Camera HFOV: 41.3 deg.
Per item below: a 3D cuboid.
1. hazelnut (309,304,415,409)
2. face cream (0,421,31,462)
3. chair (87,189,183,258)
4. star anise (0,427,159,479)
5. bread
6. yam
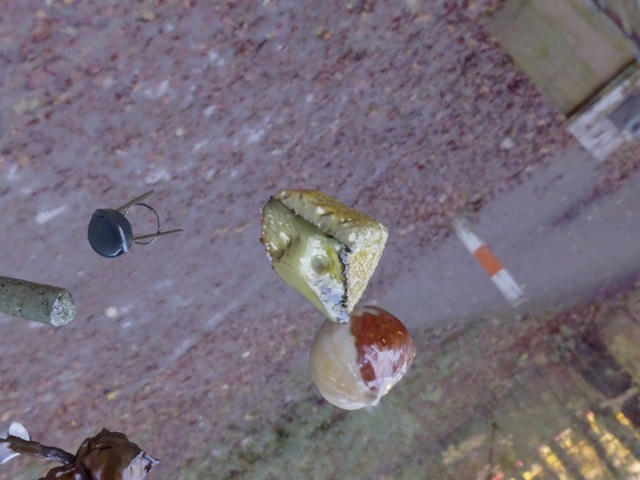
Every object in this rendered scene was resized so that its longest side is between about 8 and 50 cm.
[{"bbox_3d":[0.098,0.276,1.975,0.261,0.241,0.261,-19,146,-13],"label":"hazelnut"},{"bbox_3d":[-0.627,0.389,1.506,0.243,0.092,0.058,-26,-172,14],"label":"face cream"},{"bbox_3d":[-0.357,-0.021,1.586,0.095,0.104,0.221,-41,176,16],"label":"chair"},{"bbox_3d":[-0.391,0.364,1.259,0.346,0.148,0.237,-9,-168,21],"label":"star anise"},{"bbox_3d":[0.000,0.000,1.464,0.163,0.204,0.262,-52,163,-32],"label":"bread"},{"bbox_3d":[-0.547,0.112,1.585,0.078,0.179,0.078,9,90,-71],"label":"yam"}]
